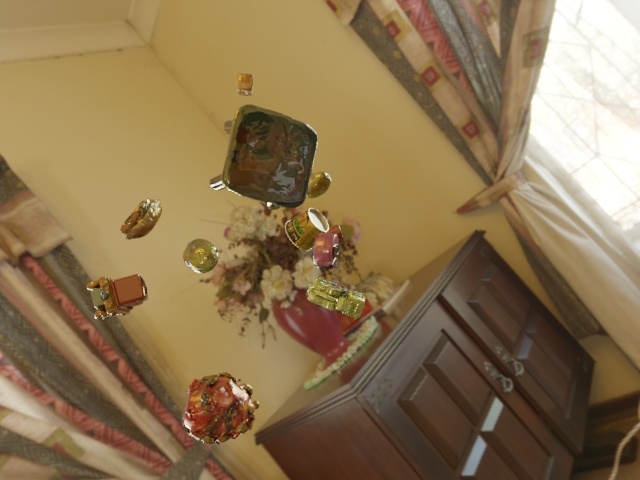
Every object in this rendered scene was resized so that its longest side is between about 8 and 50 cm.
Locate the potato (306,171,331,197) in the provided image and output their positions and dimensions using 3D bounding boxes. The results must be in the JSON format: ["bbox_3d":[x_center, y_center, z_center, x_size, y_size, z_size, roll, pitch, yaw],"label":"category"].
[{"bbox_3d":[-0.027,-0.323,2.574,0.194,0.157,0.157,-29,3,38],"label":"potato"}]

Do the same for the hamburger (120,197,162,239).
[{"bbox_3d":[-0.568,-0.079,1.492,0.102,0.087,0.176,-26,26,41],"label":"hamburger"}]

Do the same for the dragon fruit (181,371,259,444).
[{"bbox_3d":[-0.390,0.664,1.818,0.250,0.291,0.269,-112,36,-70],"label":"dragon fruit"}]

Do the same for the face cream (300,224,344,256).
[{"bbox_3d":[0.000,0.000,2.215,0.214,0.095,0.096,-20,-6,0],"label":"face cream"}]

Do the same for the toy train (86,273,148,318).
[{"bbox_3d":[-0.884,0.241,2.017,0.232,0.163,0.369,-14,-8,-15],"label":"toy train"}]

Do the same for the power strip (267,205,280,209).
[{"bbox_3d":[-0.208,-0.259,2.000,0.080,0.048,0.286,-7,-58,-17],"label":"power strip"}]

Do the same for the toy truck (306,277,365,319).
[{"bbox_3d":[0.050,0.188,1.463,0.116,0.191,0.085,-109,40,-88],"label":"toy truck"}]

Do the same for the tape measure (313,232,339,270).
[{"bbox_3d":[0.022,0.033,1.439,0.125,0.074,0.118,-37,-50,-74],"label":"tape measure"}]

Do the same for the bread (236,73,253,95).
[{"bbox_3d":[-0.325,-0.673,1.967,0.070,0.083,0.077,3,-6,-9],"label":"bread"}]

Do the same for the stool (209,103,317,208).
[{"bbox_3d":[-0.201,-0.281,1.609,0.226,0.310,0.310,5,81,65],"label":"stool"}]

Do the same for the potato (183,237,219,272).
[{"bbox_3d":[-0.580,0.069,2.202,0.169,0.143,0.248,-24,29,-21],"label":"potato"}]

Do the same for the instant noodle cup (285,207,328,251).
[{"bbox_3d":[-0.049,-0.051,1.805,0.122,0.151,0.151,-41,-5,28],"label":"instant noodle cup"}]
